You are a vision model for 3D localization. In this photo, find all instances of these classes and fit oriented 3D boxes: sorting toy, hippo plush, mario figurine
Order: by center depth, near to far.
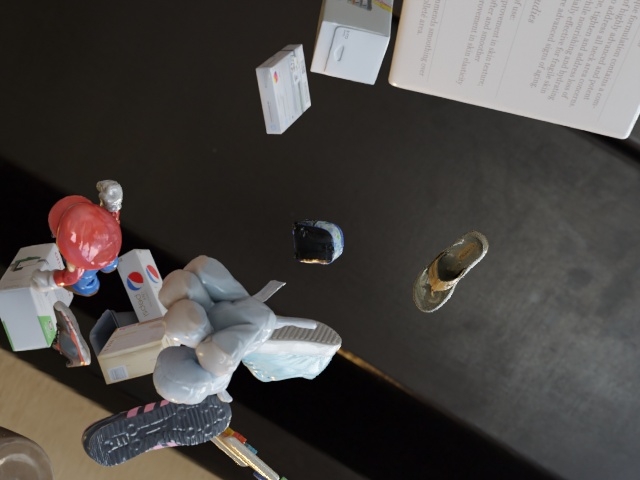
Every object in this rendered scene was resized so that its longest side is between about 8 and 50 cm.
[{"bbox_3d":[-0.465,-0.007,1.688,0.170,0.198,0.320,3,161,-12],"label":"mario figurine"},{"bbox_3d":[-0.221,0.182,1.697,0.234,0.236,0.294,51,-144,15],"label":"hippo plush"},{"bbox_3d":[-0.197,0.509,2.174,0.348,0.047,0.196,46,159,-21],"label":"sorting toy"}]

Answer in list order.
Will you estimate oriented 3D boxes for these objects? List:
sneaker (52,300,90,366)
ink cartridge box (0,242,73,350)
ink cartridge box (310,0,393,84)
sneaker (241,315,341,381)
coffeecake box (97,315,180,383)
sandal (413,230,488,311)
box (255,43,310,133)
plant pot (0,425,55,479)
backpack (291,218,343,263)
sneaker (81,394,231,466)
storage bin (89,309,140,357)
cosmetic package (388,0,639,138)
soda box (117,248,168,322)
[{"bbox_3d":[-0.537,0.203,1.853,0.064,0.158,0.061,-19,-159,-5],"label":"sneaker"},{"bbox_3d":[-0.660,0.127,2.046,0.092,0.160,0.219,-8,-154,3],"label":"ink cartridge box"},{"bbox_3d":[0.061,-0.403,1.646,0.127,0.128,0.176,12,-126,-4],"label":"ink cartridge box"},{"bbox_3d":[-0.127,0.241,1.892,0.365,0.150,0.135,15,-159,-31],"label":"sneaker"},{"bbox_3d":[-0.388,0.232,1.922,0.142,0.068,0.185,-15,-168,3],"label":"coffeecake box"},{"bbox_3d":[0.230,0.056,1.598,0.072,0.180,0.049,44,-162,6],"label":"sandal"},{"bbox_3d":[-0.077,-0.330,1.913,0.038,0.145,0.186,1,-152,20],"label":"box"},{"bbox_3d":[-0.518,0.365,1.293,0.229,0.263,0.263,-8,172,33],"label":"plant pot"},{"bbox_3d":[0.000,0.000,2.143,0.114,0.105,0.084,9,-158,31],"label":"backpack"},{"bbox_3d":[-0.350,0.385,1.870,0.318,0.112,0.131,-6,-177,-32],"label":"sneaker"},{"bbox_3d":[-0.505,0.226,2.210,0.091,0.135,0.098,-6,-123,-45],"label":"storage bin"},{"bbox_3d":[0.343,-0.415,1.368,0.393,0.329,0.327,14,-130,5],"label":"cosmetic package"},{"bbox_3d":[-0.430,0.130,2.198,0.216,0.069,0.074,65,-164,11],"label":"soda box"}]
